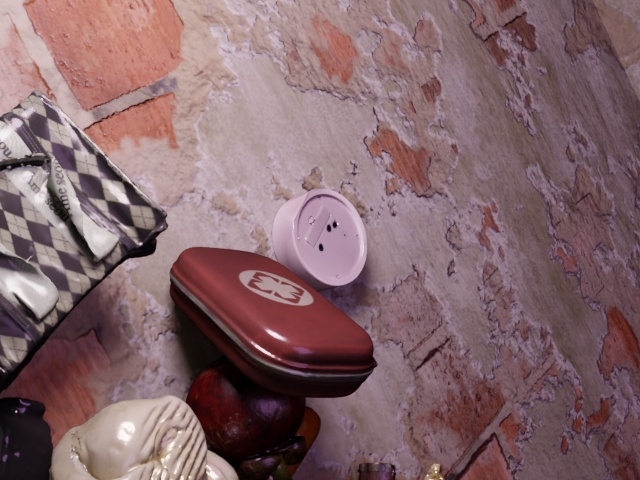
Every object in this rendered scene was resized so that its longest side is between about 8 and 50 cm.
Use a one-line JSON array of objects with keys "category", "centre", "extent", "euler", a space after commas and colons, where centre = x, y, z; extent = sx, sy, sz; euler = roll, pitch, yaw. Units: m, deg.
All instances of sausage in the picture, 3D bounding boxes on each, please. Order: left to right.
[{"category": "sausage", "centre": [-0.066, 0.385, 1.972], "extent": [0.076, 0.076, 0.197], "euler": [50, 52, -20]}]

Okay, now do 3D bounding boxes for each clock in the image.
[{"category": "clock", "centre": [0.000, 0.000, 2.148], "extent": [0.196, 0.068, 0.197], "euler": [14, 68, -39]}]

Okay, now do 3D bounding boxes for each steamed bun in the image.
[{"category": "steamed bun", "centre": [-0.282, 0.429, 1.652], "extent": [0.352, 0.247, 0.339], "euler": [46, 35, -35]}]

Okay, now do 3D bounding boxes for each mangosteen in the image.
[{"category": "mangosteen", "centre": [-0.116, 0.316, 1.849], "extent": [0.215, 0.215, 0.258], "euler": [-22, 93, -44]}]

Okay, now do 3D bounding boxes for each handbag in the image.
[{"category": "handbag", "centre": [-0.449, 0.003, 1.615], "extent": [0.316, 0.180, 0.416], "euler": [39, 48, -3]}]

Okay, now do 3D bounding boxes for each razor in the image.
[{"category": "razor", "centre": [-0.543, 0.296, 1.539], "extent": [0.326, 0.107, 0.189], "euler": [17, 68, -39]}]

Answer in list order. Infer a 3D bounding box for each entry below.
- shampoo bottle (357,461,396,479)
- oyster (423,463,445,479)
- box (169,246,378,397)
[{"category": "shampoo bottle", "centre": [0.106, 0.589, 2.062], "extent": [0.129, 0.084, 0.323], "euler": [21, 64, -40]}, {"category": "oyster", "centre": [0.221, 0.616, 2.114], "extent": [0.110, 0.166, 0.342], "euler": [-4, 91, -21]}, {"category": "box", "centre": [-0.088, 0.128, 1.832], "extent": [0.263, 0.404, 0.108], "euler": [6, 111, -41]}]
